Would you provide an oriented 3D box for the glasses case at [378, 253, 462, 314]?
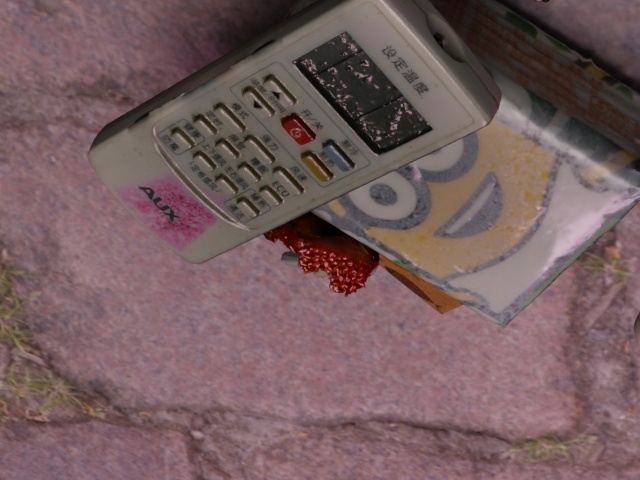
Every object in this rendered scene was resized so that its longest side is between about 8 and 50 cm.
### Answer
[{"bbox_3d":[0.072,-0.003,1.601,0.170,0.041,0.064,38,145,-17],"label":"glasses case"}]

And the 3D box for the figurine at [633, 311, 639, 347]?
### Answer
[{"bbox_3d":[0.320,0.083,1.457,0.127,0.235,0.155,9,134,11],"label":"figurine"}]

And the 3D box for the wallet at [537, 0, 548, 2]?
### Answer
[{"bbox_3d":[0.084,-0.266,1.326,0.232,0.031,0.122,18,104,1],"label":"wallet"}]

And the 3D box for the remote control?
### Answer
[{"bbox_3d":[-0.031,-0.088,1.379,0.344,0.050,0.145,-26,117,39],"label":"remote control"}]

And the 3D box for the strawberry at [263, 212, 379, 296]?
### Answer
[{"bbox_3d":[0.003,-0.002,1.520,0.048,0.152,0.104,-45,76,10],"label":"strawberry"}]

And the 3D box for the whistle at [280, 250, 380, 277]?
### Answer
[{"bbox_3d":[0.012,0.018,1.645,0.100,0.035,0.035,2,132,20],"label":"whistle"}]

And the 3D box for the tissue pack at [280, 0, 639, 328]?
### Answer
[{"bbox_3d":[0.095,-0.091,1.453,0.311,0.128,0.228,32,134,-9],"label":"tissue pack"}]
